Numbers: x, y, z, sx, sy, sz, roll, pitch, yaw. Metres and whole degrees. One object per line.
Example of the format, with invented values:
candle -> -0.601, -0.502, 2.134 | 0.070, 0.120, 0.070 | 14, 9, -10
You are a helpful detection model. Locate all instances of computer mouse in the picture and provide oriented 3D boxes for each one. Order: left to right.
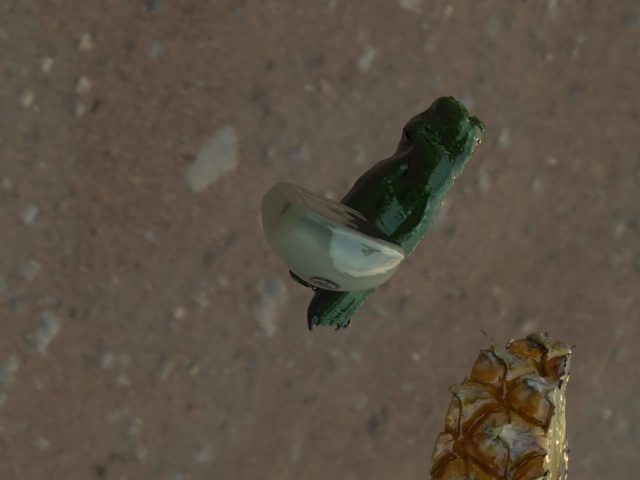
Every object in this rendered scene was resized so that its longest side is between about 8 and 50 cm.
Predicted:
computer mouse -> 0.000, 0.000, 1.270 | 0.089, 0.182, 0.056 | 27, 95, -15

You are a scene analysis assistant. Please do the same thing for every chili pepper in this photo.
chili pepper -> 0.052, -0.022, 1.486 | 0.224, 0.098, 0.061 | -49, 129, 1

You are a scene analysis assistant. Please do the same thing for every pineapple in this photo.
pineapple -> 0.103, 0.170, 1.071 | 0.135, 0.079, 0.233 | -12, 107, -75
